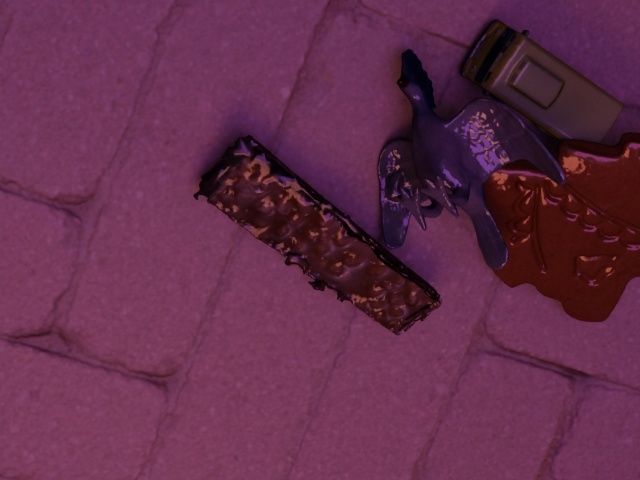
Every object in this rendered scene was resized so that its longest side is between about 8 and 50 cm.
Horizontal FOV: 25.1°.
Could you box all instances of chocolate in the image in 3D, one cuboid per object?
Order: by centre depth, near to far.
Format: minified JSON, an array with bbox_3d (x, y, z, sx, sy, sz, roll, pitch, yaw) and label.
[{"bbox_3d":[0.002,-0.005,1.695,0.329,0.065,0.102,38,115,-20],"label":"chocolate"}]

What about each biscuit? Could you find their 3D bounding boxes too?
[{"bbox_3d":[0.337,-0.030,1.713,0.306,0.043,0.284,-30,120,25],"label":"biscuit"}]

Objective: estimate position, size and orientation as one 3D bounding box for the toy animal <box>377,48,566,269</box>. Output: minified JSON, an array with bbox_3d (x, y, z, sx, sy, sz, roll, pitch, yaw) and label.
[{"bbox_3d":[0.154,-0.091,1.656,0.239,0.176,0.255,-18,118,36],"label":"toy animal"}]

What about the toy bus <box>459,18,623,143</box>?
[{"bbox_3d":[0.261,-0.179,1.692,0.175,0.101,0.088,30,99,-22],"label":"toy bus"}]
